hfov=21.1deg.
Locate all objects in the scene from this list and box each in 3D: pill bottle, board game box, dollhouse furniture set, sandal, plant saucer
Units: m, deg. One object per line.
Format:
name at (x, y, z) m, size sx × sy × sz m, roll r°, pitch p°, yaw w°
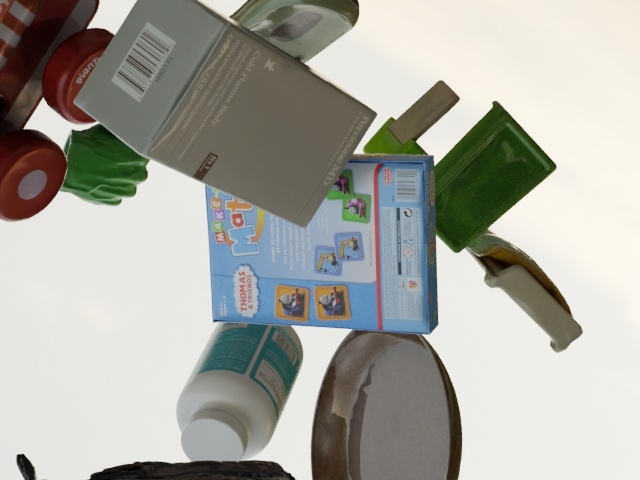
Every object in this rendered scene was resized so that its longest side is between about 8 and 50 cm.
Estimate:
pill bottle at (-0.121, 0.221, 2.478) m, size 0.146 × 0.146 × 0.264 m, roll 27°, pitch -148°, yaw 0°
board game box at (0.000, 0.000, 1.560) m, size 0.211 × 0.160 × 0.039 m, roll 2°, pitch -166°, yaw 18°
dollhouse furniture set at (0.219, -0.036, 2.007) m, size 0.301 × 0.151 × 0.197 m, roll 43°, pitch -174°, yaw -28°
sandal at (-0.068, -0.161, 1.678) m, size 0.120 × 0.303 × 0.086 m, roll 8°, pitch -112°, yaw -27°
plant saucer at (0.084, 0.245, 2.064) m, size 0.050 × 0.310 × 0.310 m, roll 6°, pitch -153°, yaw -30°

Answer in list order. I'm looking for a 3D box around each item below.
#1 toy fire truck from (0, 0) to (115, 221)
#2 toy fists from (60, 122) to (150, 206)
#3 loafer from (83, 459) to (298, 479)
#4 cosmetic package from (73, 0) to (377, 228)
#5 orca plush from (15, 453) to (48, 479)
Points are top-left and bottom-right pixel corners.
toy fire truck at (-0.352, -0.164, 1.709) m, size 0.169 × 0.302 × 0.254 m, roll 39°, pitch -172°, yaw 31°
toy fists at (-0.335, -0.188, 2.812) m, size 0.142 × 0.279 × 0.096 m, roll 14°, pitch -163°, yaw -16°
loafer at (-0.143, 0.253, 1.609) m, size 0.302 × 0.109 × 0.095 m, roll 5°, pitch -146°, yaw -33°
cosmetic package at (-0.071, -0.107, 1.393) m, size 0.107 × 0.127 × 0.238 m, roll 37°, pitch -171°, yaw 36°
orca plush at (-0.443, 0.385, 2.414) m, size 0.102 × 0.151 × 0.287 m, roll 11°, pitch -154°, yaw -11°
